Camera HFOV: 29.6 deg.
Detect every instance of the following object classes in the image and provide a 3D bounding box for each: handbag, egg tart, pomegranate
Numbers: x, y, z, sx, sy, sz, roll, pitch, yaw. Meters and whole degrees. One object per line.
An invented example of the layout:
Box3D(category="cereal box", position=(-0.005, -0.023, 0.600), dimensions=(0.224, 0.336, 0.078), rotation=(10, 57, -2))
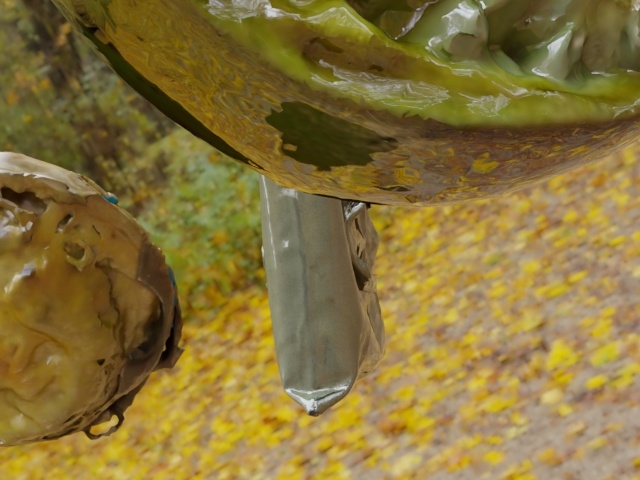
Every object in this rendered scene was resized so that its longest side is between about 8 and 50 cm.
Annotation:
Box3D(category="handbag", position=(0.001, 0.004, 1.221), dimensions=(0.109, 0.315, 0.253), rotation=(-8, -1, 12))
Box3D(category="egg tart", position=(-0.241, 0.069, 0.895), dimensions=(0.291, 0.290, 0.107), rotation=(-27, 29, 11))
Box3D(category="pomegranate", position=(0.031, -0.178, 0.449), dimensions=(0.359, 0.309, 0.216), rotation=(-34, 8, -31))
